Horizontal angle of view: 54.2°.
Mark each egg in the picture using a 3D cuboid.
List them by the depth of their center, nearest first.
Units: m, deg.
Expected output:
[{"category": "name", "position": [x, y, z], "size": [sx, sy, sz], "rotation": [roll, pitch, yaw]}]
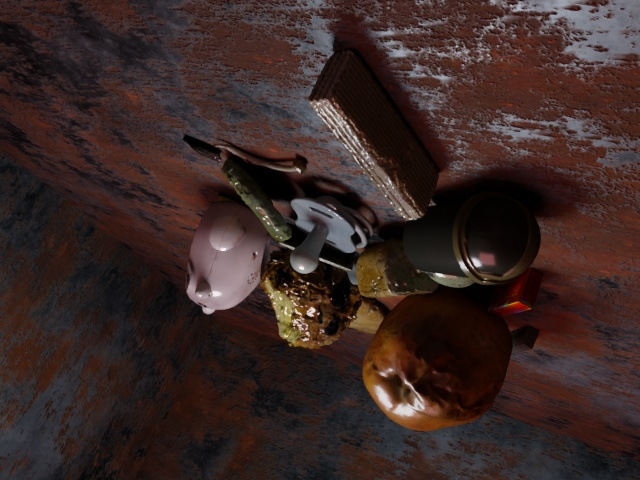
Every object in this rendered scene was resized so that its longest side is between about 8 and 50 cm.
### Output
[{"category": "egg", "position": [0.359, 0.056, 1.717], "size": [0.182, 0.141, 0.141], "rotation": [11, 158, 11]}]

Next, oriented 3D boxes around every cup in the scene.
[{"category": "cup", "position": [0.162, 0.114, 2.037], "size": [0.129, 0.095, 0.128], "rotation": [4, 117, 63]}]

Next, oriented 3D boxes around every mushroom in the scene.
[{"category": "mushroom", "position": [-0.169, -0.231, 1.779], "size": [0.307, 0.043, 0.068], "rotation": [16, 141, 28]}]

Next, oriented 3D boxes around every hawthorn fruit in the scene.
[{"category": "hawthorn fruit", "position": [0.358, 0.371, 1.912], "size": [0.472, 0.471, 0.471], "rotation": [22, 160, 9]}]

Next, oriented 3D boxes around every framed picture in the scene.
[{"category": "framed picture", "position": [-0.009, 0.021, 2.044], "size": [0.253, 0.014, 0.197], "rotation": [21, -159, -2]}]

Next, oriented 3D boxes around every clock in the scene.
[{"category": "clock", "position": [-0.320, 0.068, 2.213], "size": [0.251, 0.376, 0.368], "rotation": [20, 160, 4]}]

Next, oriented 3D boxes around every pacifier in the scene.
[{"category": "pacifier", "position": [0.000, 0.000, 1.859], "size": [0.244, 0.233, 0.299], "rotation": [29, 162, 17]}]

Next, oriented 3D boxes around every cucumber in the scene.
[{"category": "cucumber", "position": [-0.357, -0.275, 1.887], "size": [0.135, 0.034, 0.033], "rotation": [23, 165, 6]}]

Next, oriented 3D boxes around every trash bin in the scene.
[{"category": "trash bin", "position": [0.360, -0.007, 1.473], "size": [0.214, 0.214, 0.334], "rotation": [35, 165, -26]}]

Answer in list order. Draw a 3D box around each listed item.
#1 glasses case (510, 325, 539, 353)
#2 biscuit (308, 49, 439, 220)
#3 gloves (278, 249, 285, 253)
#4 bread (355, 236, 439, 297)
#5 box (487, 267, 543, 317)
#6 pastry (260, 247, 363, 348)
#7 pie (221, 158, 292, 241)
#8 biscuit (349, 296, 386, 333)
[{"category": "glasses case", "position": [0.683, 0.351, 2.184], "size": [0.047, 0.070, 0.205], "rotation": [30, 160, -2]}, {"category": "biscuit", "position": [0.128, -0.206, 1.338], "size": [0.079, 0.143, 0.426], "rotation": [5, 153, 42]}, {"category": "gloves", "position": [-0.133, 0.135, 2.505], "size": [0.097, 0.119, 0.229], "rotation": [-5, 137, -6]}, {"category": "bread", "position": [0.229, 0.078, 1.860], "size": [0.196, 0.176, 0.246], "rotation": [-8, 179, -24]}, {"category": "box", "position": [0.550, 0.150, 1.778], "size": [0.048, 0.112, 0.175], "rotation": [28, 158, -7]}, {"category": "pastry", "position": [-0.014, 0.187, 2.245], "size": [0.292, 0.338, 0.404], "rotation": [26, 139, 57]}, {"category": "pie", "position": [-0.189, -0.117, 1.911], "size": [0.306, 0.071, 0.306], "rotation": [53, 178, 3]}, {"category": "biscuit", "position": [0.084, 0.293, 2.687], "size": [0.447, 0.103, 0.429], "rotation": [16, 157, 27]}]
